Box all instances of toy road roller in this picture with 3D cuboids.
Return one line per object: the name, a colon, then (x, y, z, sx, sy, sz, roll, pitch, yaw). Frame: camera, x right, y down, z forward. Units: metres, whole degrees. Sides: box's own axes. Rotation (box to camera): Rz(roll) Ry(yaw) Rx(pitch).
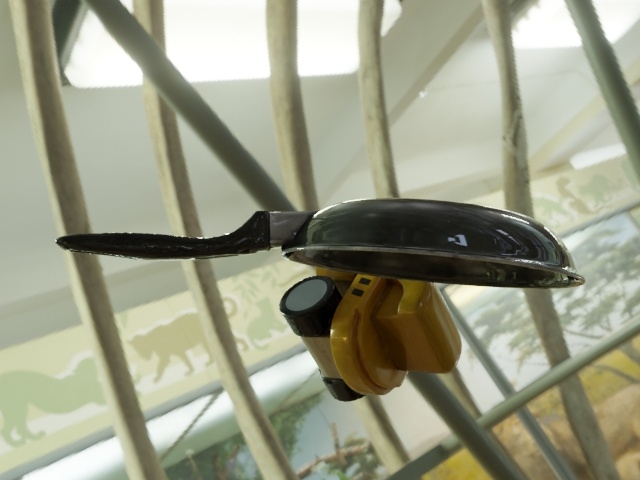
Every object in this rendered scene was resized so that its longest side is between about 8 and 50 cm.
toy road roller: (0.118, 0.097, 1.201, 0.240, 0.202, 0.329, -4, 36, 38)

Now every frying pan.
frying pan: (0.012, 0.004, 0.524, 0.326, 0.053, 0.197, 4, -7, 21)
